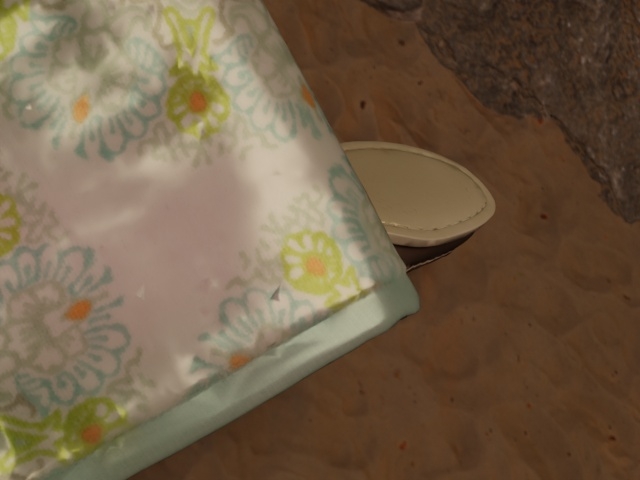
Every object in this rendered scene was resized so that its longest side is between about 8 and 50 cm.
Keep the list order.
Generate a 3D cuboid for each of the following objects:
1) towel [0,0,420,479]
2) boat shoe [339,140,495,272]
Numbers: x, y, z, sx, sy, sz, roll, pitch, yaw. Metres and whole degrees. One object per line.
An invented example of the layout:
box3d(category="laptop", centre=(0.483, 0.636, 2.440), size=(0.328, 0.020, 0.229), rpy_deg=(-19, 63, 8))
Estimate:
box3d(category="towel", centre=(-0.162, -0.008, 0.977), size=(0.374, 0.090, 0.320), rpy_deg=(-27, 90, -15))
box3d(category="boat shoe", centre=(0.000, 0.000, 1.176), size=(0.324, 0.096, 0.116), rpy_deg=(-12, 49, -40))
